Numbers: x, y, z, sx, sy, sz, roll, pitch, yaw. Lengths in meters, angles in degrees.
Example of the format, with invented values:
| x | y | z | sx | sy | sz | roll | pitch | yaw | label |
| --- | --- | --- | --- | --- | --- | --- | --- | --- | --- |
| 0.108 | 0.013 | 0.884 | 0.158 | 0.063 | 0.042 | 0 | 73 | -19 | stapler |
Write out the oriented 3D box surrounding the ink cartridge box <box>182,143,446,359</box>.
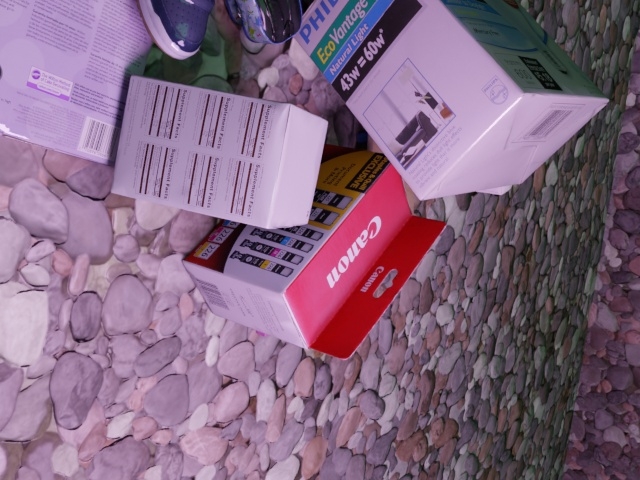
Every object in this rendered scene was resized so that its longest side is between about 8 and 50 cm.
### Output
| x | y | z | sx | sy | sz | roll | pitch | yaw | label |
| --- | --- | --- | --- | --- | --- | --- | --- | --- | --- |
| 0.000 | 0.000 | 1.139 | 0.309 | 0.271 | 0.130 | -51 | 138 | -30 | ink cartridge box |

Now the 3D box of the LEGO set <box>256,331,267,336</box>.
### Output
| x | y | z | sx | sy | sz | roll | pitch | yaw | label |
| --- | --- | --- | --- | --- | --- | --- | --- | --- | --- |
| -0.004 | 0.105 | 1.329 | 0.227 | 0.087 | 0.093 | -16 | 115 | -51 | LEGO set |

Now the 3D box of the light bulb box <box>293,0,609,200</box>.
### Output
| x | y | z | sx | sy | sz | roll | pitch | yaw | label |
| --- | --- | --- | --- | --- | --- | --- | --- | --- | --- |
| 0.213 | -0.280 | 1.205 | 0.357 | 0.361 | 0.225 | -12 | 151 | -51 | light bulb box |

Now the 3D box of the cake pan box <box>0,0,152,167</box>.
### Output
| x | y | z | sx | sy | sz | roll | pitch | yaw | label |
| --- | --- | --- | --- | --- | --- | --- | --- | --- | --- |
| -0.304 | -0.228 | 0.829 | 0.266 | 0.070 | 0.246 | 13 | 93 | -54 | cake pan box |

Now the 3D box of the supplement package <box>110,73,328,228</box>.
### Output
| x | y | z | sx | sy | sz | roll | pitch | yaw | label |
| --- | --- | --- | --- | --- | --- | --- | --- | --- | --- |
| -0.120 | -0.110 | 0.950 | 0.194 | 0.203 | 0.149 | -13 | 115 | -77 | supplement package |

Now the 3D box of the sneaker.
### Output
| x | y | z | sx | sy | sz | roll | pitch | yaw | label |
| --- | --- | --- | --- | --- | --- | --- | --- | --- | --- |
| -0.127 | -0.359 | 0.861 | 0.099 | 0.153 | 0.282 | 17 | 70 | -54 | sneaker |

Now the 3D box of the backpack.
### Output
| x | y | z | sx | sy | sz | roll | pitch | yaw | label |
| --- | --- | --- | --- | --- | --- | --- | --- | --- | --- |
| -0.080 | -0.343 | 1.068 | 0.105 | 0.084 | 0.114 | -40 | 126 | -38 | backpack |

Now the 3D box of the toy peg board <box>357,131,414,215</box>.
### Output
| x | y | z | sx | sy | sz | roll | pitch | yaw | label |
| --- | --- | --- | --- | --- | --- | --- | --- | --- | --- |
| 0.108 | -0.135 | 1.419 | 0.161 | 0.079 | 0.161 | 15 | 74 | -54 | toy peg board |

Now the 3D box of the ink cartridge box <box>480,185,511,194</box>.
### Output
| x | y | z | sx | sy | sz | roll | pitch | yaw | label |
| --- | --- | --- | --- | --- | --- | --- | --- | --- | --- |
| 0.297 | -0.211 | 1.536 | 0.056 | 0.181 | 0.225 | -38 | 129 | -40 | ink cartridge box |
